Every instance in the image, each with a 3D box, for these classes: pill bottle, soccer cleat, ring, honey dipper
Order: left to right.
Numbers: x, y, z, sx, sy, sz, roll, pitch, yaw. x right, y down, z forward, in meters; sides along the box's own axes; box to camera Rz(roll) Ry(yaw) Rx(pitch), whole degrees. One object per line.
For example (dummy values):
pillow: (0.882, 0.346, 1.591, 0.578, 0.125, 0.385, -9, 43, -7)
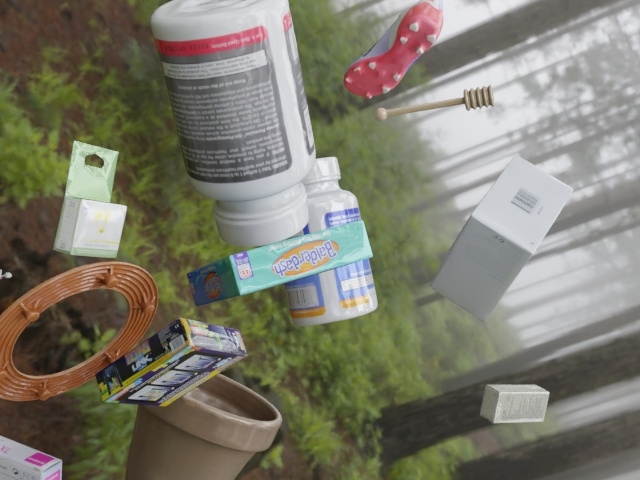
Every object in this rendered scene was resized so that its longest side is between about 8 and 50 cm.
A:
ring: (-0.426, 0.168, 1.621, 0.032, 0.336, 0.336, 48, 4, 29)
pill bottle: (-0.103, -0.160, 1.233, 0.176, 0.177, 0.318, -80, 161, -62)
pill bottle: (0.000, 0.000, 1.603, 0.152, 0.152, 0.271, -13, 92, -74)
soccer cleat: (0.129, -0.332, 1.624, 0.083, 0.248, 0.095, 33, 55, -16)
honey dipper: (0.151, -0.179, 1.256, 0.030, 0.161, 0.030, -9, 90, -75)

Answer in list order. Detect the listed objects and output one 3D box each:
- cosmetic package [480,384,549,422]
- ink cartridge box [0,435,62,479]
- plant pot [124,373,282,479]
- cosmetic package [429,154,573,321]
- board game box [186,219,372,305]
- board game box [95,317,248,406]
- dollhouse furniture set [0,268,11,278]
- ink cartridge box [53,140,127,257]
cosmetic package: (0.343, 0.288, 1.653, 0.041, 0.115, 0.060, 25, -74, 60)
ink cartridge box: (-0.543, 0.500, 1.635, 0.065, 0.186, 0.311, -22, 123, -62)
plant pot: (-0.232, 0.357, 1.624, 0.263, 0.229, 0.263, 25, 2, -1)
cosmetic package: (0.349, -0.004, 1.822, 0.138, 0.224, 0.224, 33, 48, 11)
board game box: (-0.054, 0.029, 1.093, 0.210, 0.160, 0.047, 159, -85, -69)
board game box: (-0.214, 0.179, 1.354, 0.141, 0.170, 0.048, 21, 41, -58)
dollhouse furniture set: (-0.515, 0.045, 1.421, 0.091, 0.081, 0.114, 53, 1, -26)
ink cartridge box: (-0.485, -0.084, 2.024, 0.171, 0.056, 0.235, 9, 94, -69)
